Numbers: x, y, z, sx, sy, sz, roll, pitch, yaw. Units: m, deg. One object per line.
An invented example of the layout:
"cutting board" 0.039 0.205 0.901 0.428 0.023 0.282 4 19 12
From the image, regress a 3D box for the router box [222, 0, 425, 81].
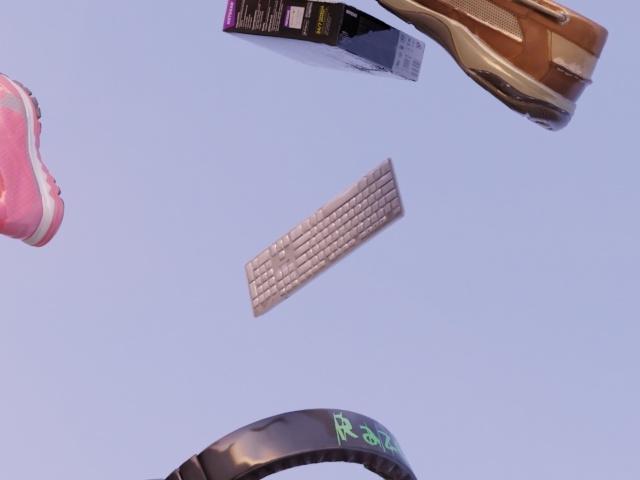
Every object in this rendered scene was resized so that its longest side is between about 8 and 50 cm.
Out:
"router box" 0.006 -0.203 1.430 0.133 0.179 0.046 12 -90 30

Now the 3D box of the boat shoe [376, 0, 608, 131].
"boat shoe" 0.144 -0.232 1.343 0.324 0.122 0.120 44 -73 30

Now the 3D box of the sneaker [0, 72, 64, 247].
"sneaker" -0.490 -0.139 2.152 0.116 0.136 0.314 -38 -116 29

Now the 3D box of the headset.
"headset" -0.098 0.277 1.265 0.243 0.394 0.185 37 16 -44

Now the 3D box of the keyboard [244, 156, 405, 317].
"keyboard" 0.000 0.000 1.597 0.256 0.014 0.072 -36 -120 37
